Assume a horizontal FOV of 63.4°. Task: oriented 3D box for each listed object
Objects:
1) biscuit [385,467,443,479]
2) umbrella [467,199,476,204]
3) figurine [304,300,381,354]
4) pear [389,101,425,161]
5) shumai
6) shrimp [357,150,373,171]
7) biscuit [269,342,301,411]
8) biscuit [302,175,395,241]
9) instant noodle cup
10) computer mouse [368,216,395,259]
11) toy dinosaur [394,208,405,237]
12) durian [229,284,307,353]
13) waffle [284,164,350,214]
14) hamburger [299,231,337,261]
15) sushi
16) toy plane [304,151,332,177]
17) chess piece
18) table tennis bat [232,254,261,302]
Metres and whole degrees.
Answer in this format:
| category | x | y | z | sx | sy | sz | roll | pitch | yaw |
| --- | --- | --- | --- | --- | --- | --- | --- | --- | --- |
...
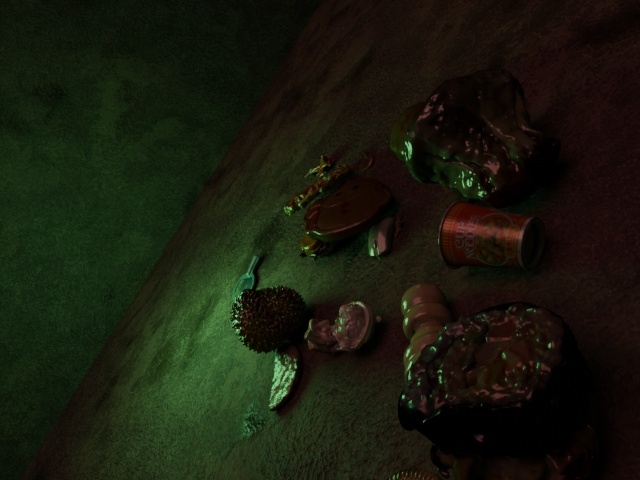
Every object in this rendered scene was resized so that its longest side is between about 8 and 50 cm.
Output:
| category | x | y | z | sx | sy | sz | roll | pitch | yaw |
| --- | --- | --- | --- | --- | --- | --- | --- | --- | --- |
| biscuit | 0.205 | 0.620 | 1.098 | 0.259 | 0.079 | 0.259 | -35 | 36 | 30 |
| umbrella | 0.428 | -0.086 | 1.536 | 0.044 | 0.044 | 0.268 | 31 | 86 | 29 |
| figurine | 0.073 | 0.265 | 1.573 | 0.237 | 0.141 | 0.162 | -26 | 45 | 38 |
| pear | 0.350 | -0.362 | 1.768 | 0.211 | 0.189 | 0.228 | -64 | 30 | 7 |
| shumai | 0.457 | -0.249 | 1.411 | 0.398 | 0.324 | 0.323 | -28 | 51 | -8 |
| shrimp | 0.179 | -0.327 | 2.135 | 0.083 | 0.023 | 0.114 | -45 | 35 | 20 |
| biscuit | -0.114 | 0.447 | 1.757 | 0.133 | 0.032 | 0.249 | -32 | 37 | 34 |
| biscuit | 0.098 | -0.127 | 1.910 | 0.359 | 0.074 | 0.381 | -18 | 32 | 17 |
| instant noodle cup | 0.441 | -0.003 | 1.317 | 0.212 | 0.193 | 0.193 | 9 | 67 | 45 |
| computer mouse | 0.201 | -0.015 | 1.764 | 0.089 | 0.056 | 0.181 | -26 | 41 | 45 |
| toy dinosaur | 0.266 | -0.061 | 1.742 | 0.041 | 0.026 | 0.113 | -29 | 44 | 64 |
| durian | -0.194 | 0.281 | 1.845 | 0.291 | 0.291 | 0.224 | 17 | 115 | 58 |
| waffle | -0.014 | -0.209 | 2.123 | 0.325 | 0.068 | 0.302 | -30 | 8 | 19 |
| hamburger | -0.003 | 0.002 | 1.989 | 0.189 | 0.093 | 0.164 | -43 | 30 | 15 |
| sushi | 0.368 | 0.315 | 1.017 | 0.328 | 0.285 | 0.328 | -22 | 21 | 34 |
| toy plane | -0.006 | -0.326 | 2.365 | 0.188 | 0.062 | 0.135 | -41 | 30 | 47 |
| chess piece | 0.280 | 0.235 | 1.331 | 0.167 | 0.167 | 0.299 | -39 | 27 | 24 |
| table tennis bat | -0.324 | 0.174 | 2.319 | 0.149 | 0.038 | 0.237 | -2 | 61 | 54 |
